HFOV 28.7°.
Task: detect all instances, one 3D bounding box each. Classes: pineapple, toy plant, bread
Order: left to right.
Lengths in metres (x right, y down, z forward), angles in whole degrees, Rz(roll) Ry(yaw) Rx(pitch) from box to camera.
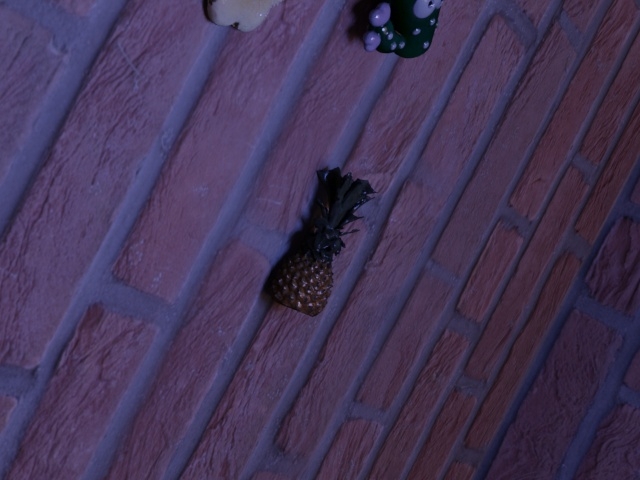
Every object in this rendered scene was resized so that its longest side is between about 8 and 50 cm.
[{"bbox_3d":[-0.086,-0.443,1.939,0.181,0.039,0.251,4,109,-56],"label":"bread"},{"bbox_3d":[0.000,0.000,2.329,0.130,0.119,0.277,27,89,-14],"label":"pineapple"},{"bbox_3d":[0.165,-0.440,2.237,0.232,0.112,0.243,-22,136,-53],"label":"toy plant"}]
